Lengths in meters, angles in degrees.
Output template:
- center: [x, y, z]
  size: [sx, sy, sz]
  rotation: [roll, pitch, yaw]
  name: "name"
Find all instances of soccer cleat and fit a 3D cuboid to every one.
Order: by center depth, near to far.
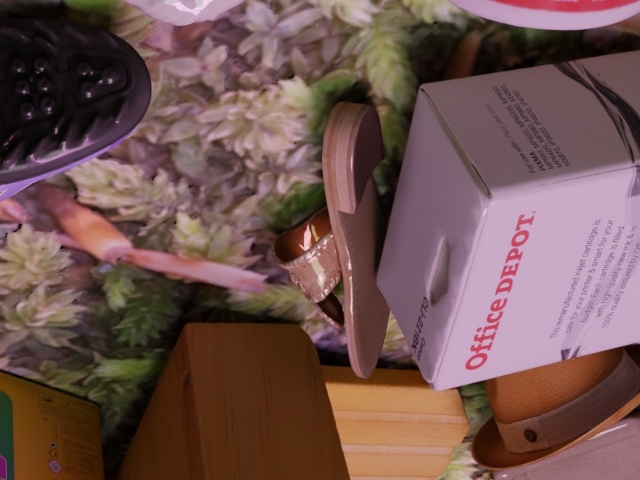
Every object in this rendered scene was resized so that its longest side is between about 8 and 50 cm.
- center: [-0.252, -0.048, 0.850]
  size: [0.318, 0.108, 0.116]
  rotation: [-19, 158, 3]
  name: "soccer cleat"

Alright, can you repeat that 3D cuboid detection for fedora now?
- center: [0.194, 0.113, 1.121]
  size: [0.194, 0.194, 0.079]
  rotation: [-30, 95, 17]
  name: "fedora"

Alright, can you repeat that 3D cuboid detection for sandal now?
- center: [0.002, -0.004, 0.990]
  size: [0.079, 0.088, 0.240]
  rotation: [12, 133, 18]
  name: "sandal"

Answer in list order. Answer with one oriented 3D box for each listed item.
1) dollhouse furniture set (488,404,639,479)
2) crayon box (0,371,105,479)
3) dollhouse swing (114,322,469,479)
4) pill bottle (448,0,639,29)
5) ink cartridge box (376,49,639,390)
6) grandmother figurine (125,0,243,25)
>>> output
- center: [0.311, 0.172, 1.211]
  size: [0.302, 0.151, 0.197]
  rotation: [-22, 125, 13]
  name: "dollhouse furniture set"
- center: [-0.295, 0.171, 1.012]
  size: [0.278, 0.165, 0.081]
  rotation: [25, 126, -35]
  name: "crayon box"
- center: [-0.023, 0.282, 1.086]
  size: [0.305, 0.315, 0.347]
  rotation: [16, 117, -20]
  name: "dollhouse swing"
- center: [0.130, -0.261, 0.664]
  size: [0.161, 0.161, 0.283]
  rotation: [-5, 137, -10]
  name: "pill bottle"
- center: [0.191, -0.021, 0.939]
  size: [0.273, 0.114, 0.197]
  rotation: [-12, 139, -20]
  name: "ink cartridge box"
- center: [-0.126, -0.244, 0.664]
  size: [0.208, 0.104, 0.342]
  rotation: [-15, 136, 15]
  name: "grandmother figurine"
